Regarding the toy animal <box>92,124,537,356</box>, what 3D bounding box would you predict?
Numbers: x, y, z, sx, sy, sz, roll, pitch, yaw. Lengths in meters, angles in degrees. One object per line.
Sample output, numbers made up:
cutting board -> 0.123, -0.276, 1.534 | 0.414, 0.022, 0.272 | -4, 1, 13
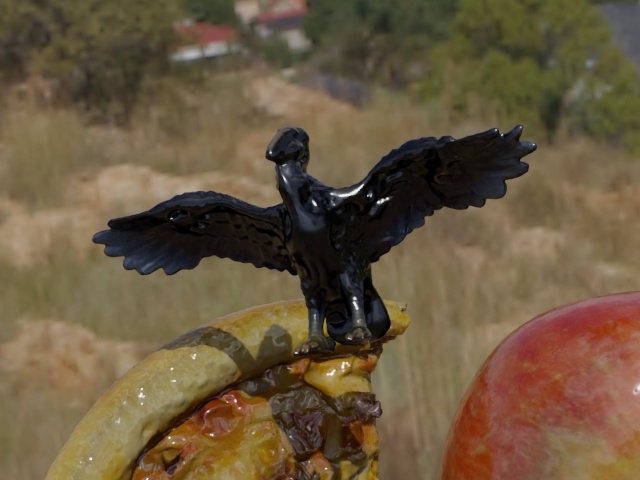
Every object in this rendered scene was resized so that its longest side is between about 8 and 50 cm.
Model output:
toy animal -> 0.000, 0.000, 0.781 | 0.220, 0.108, 0.062 | -16, 2, 22

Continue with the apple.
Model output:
apple -> 0.157, 0.126, 0.866 | 0.209, 0.209, 0.164 | -10, 11, -6

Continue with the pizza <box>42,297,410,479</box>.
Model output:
pizza -> -0.044, 0.109, 0.888 | 0.271, 0.134, 0.056 | -20, -14, -33
